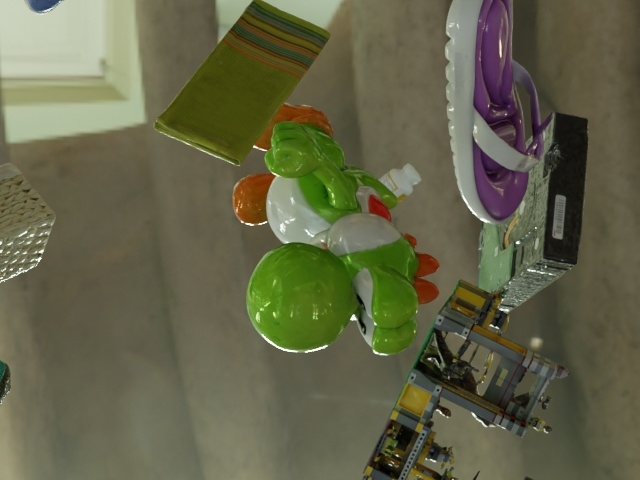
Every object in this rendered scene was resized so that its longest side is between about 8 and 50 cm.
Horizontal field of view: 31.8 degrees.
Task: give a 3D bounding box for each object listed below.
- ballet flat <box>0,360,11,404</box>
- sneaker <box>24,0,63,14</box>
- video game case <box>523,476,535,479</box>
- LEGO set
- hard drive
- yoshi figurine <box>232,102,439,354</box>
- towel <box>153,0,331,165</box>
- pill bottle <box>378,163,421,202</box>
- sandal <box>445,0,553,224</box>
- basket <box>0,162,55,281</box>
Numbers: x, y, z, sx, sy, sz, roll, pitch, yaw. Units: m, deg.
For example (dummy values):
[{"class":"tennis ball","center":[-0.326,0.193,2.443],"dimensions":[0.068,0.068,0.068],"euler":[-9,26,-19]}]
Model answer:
[{"class":"ballet flat","center":[-0.541,0.276,1.775],"dimensions":[0.070,0.070,0.188],"euler":[10,-134,16]},{"class":"sneaker","center":[-0.331,-0.392,1.532],"dimensions":[0.080,0.211,0.081],"euler":[35,-166,-38]},{"class":"video game case","center":[0.333,0.468,1.501],"dimensions":[0.275,0.035,0.248],"euler":[23,-131,30]},{"class":"LEGO set","center":[0.205,0.227,1.494],"dimensions":[0.192,0.331,0.255],"euler":[26,-177,9]},{"class":"hard drive","center":[0.329,-0.031,1.776],"dimensions":[0.064,0.236,0.339],"euler":[11,161,-8]},{"class":"yoshi figurine","center":[-0.024,-0.005,1.196],"dimensions":[0.203,0.203,0.362],"euler":[43,-171,-38]},{"class":"towel","center":[-0.078,-0.175,1.194],"dimensions":[0.102,0.021,0.237],"euler":[23,-131,9]},{"class":"pill bottle","center":[0.098,-0.071,1.555],"dimensions":[0.083,0.043,0.043],"euler":[-36,-171,18]},{"class":"sandal","center":[0.238,-0.156,1.428],"dimensions":[0.102,0.416,0.169],"euler":[16,-120,28]},{"class":"basket","center":[-0.433,-0.009,1.424],"dimensions":[0.103,0.113,0.167],"euler":[41,-142,15]}]
